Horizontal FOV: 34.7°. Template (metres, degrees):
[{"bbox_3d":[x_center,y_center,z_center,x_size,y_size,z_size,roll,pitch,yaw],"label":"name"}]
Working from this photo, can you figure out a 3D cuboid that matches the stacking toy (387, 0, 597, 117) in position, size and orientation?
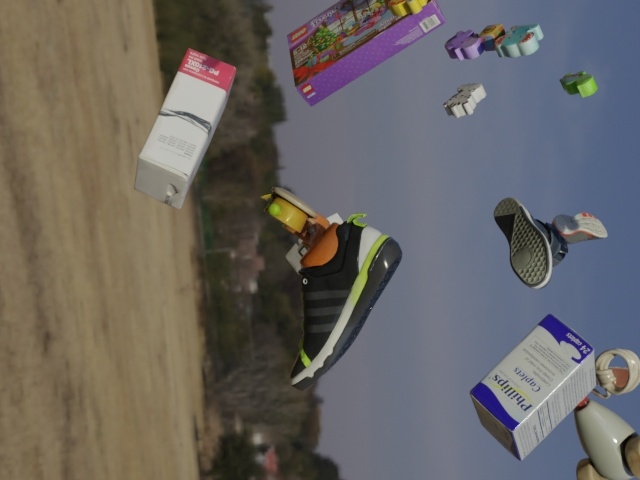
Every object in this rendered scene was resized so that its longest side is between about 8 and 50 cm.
[{"bbox_3d":[0.197,-0.227,1.182,0.221,0.052,0.167,3,-46,48],"label":"stacking toy"}]

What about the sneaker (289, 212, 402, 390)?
[{"bbox_3d":[0.011,0.071,1.244,0.234,0.097,0.084,-60,168,17],"label":"sneaker"}]

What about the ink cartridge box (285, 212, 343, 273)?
[{"bbox_3d":[0.000,0.000,2.435,0.060,0.104,0.180,54,-35,10],"label":"ink cartridge box"}]

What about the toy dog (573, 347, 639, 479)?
[{"bbox_3d":[0.548,0.330,1.987,0.161,0.220,0.333,-26,108,-53],"label":"toy dog"}]

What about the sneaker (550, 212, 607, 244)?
[{"bbox_3d":[0.552,-0.021,2.228,0.065,0.158,0.061,-53,-139,43],"label":"sneaker"}]

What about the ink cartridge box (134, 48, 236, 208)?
[{"bbox_3d":[-0.250,-0.201,1.877,0.172,0.100,0.237,124,-12,-68],"label":"ink cartridge box"}]

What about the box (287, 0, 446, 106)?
[{"bbox_3d":[0.077,-0.392,1.902,0.057,0.293,0.201,48,20,-35],"label":"box"}]

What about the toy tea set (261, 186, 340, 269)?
[{"bbox_3d":[0.000,0.031,1.726,0.124,0.200,0.336,-57,162,-1],"label":"toy tea set"}]

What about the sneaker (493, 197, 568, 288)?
[{"bbox_3d":[0.431,0.032,1.991,0.163,0.086,0.226,37,28,-35],"label":"sneaker"}]

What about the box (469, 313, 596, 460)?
[{"bbox_3d":[0.252,0.174,1.206,0.072,0.137,0.126,42,-10,30],"label":"box"}]
